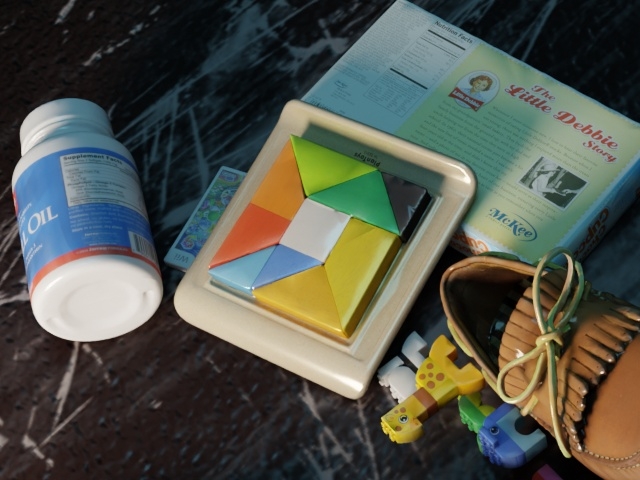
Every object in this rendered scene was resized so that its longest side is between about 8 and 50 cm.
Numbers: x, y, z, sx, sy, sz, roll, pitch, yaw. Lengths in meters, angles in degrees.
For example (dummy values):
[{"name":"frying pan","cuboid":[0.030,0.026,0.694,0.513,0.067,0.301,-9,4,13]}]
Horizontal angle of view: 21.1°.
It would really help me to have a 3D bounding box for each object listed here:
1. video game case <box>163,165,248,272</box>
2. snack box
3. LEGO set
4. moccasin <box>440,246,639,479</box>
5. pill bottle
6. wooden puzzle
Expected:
[{"name":"video game case","cuboid":[-0.086,-0.013,1.672,0.087,0.011,0.122,18,61,23]},{"name":"snack box","cuboid":[0.143,-0.094,1.647,0.322,0.060,0.187,33,69,29]},{"name":"LEGO set","cuboid":[0.111,0.162,1.461,0.093,0.087,0.227,-36,55,-13]},{"name":"moccasin","cuboid":[0.194,0.084,1.347,0.139,0.147,0.380,-59,20,9]},{"name":"pill bottle","cuboid":[-0.228,-0.025,1.642,0.124,0.124,0.221,-17,53,0]},{"name":"wooden puzzle","cuboid":[0.000,0.000,1.582,0.221,0.044,0.238,23,79,28]}]
